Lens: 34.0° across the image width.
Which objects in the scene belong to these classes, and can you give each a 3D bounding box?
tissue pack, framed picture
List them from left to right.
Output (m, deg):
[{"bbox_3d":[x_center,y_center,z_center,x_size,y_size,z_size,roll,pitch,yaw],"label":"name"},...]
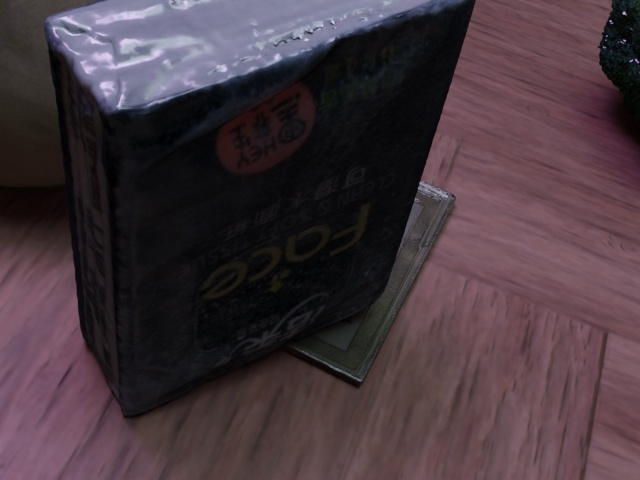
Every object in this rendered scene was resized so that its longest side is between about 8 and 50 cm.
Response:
[{"bbox_3d":[-0.043,-0.036,0.659,0.228,0.315,0.103,-23,61,-23],"label":"tissue pack"},{"bbox_3d":[0.000,0.000,0.859,0.173,0.010,0.231,24,47,7],"label":"framed picture"}]

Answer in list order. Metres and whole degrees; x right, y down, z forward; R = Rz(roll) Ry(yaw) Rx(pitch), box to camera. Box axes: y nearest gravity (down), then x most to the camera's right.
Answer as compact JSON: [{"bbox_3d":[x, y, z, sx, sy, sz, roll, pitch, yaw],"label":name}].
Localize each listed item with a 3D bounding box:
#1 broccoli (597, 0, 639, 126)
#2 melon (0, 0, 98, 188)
[{"bbox_3d":[0.405,-0.172,0.983,0.295,0.245,0.265,31,24,-20],"label":"broccoli"},{"bbox_3d":[-0.246,-0.174,0.782,0.308,0.271,0.271,8,47,2],"label":"melon"}]
